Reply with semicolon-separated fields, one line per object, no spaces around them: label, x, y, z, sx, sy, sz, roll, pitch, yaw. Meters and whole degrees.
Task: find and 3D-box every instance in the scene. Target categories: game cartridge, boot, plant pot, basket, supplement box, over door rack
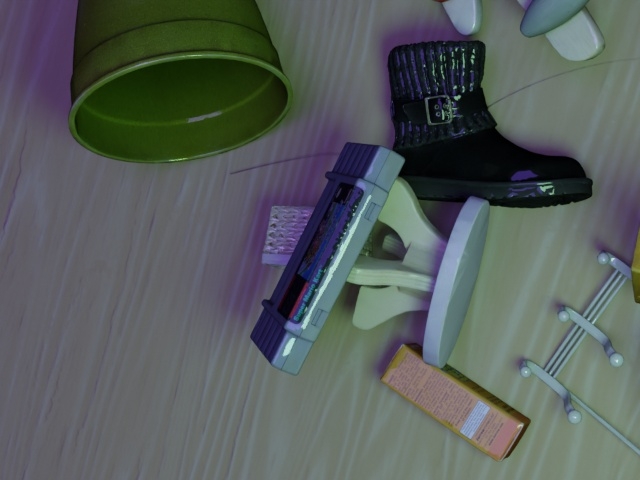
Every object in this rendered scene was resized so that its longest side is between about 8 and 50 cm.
game cartridge;0.002;0.017;1.762;0.068;0.230;0.355;26;90;-9
boot;0.261;-0.188;1.843;0.348;0.131;0.260;5;89;21
plant pot;-0.258;-0.366;1.955;0.367;0.366;0.352;-19;69;18
basket;0.000;0.000;1.940;0.167;0.113;0.103;5;85;20
supplement box;0.215;0.255;1.864;0.233;0.078;0.080;31;97;18
over door rack;0.486;0.199;1.740;0.324;0.108;0.239;37;107;18

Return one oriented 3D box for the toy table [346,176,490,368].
toy table;0.149;0.046;1.807;0.161;0.252;0.274;19;99;17

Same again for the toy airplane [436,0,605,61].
toy airplane;0.286;-0.492;1.777;0.386;0.272;0.384;16;93;20

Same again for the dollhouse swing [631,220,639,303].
dollhouse swing;0.623;-0.047;1.574;0.347;0.315;0.304;9;79;19
